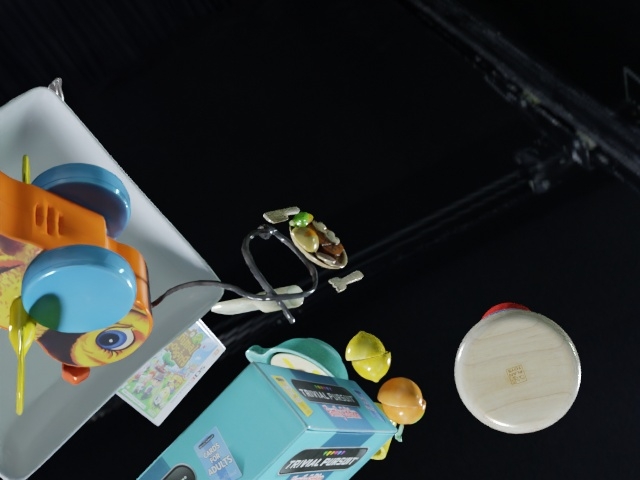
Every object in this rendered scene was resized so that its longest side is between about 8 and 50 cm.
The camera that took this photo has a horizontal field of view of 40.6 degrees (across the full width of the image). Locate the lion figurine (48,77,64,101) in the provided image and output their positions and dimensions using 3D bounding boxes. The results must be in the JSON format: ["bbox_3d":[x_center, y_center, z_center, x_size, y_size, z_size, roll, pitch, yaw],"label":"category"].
[{"bbox_3d":[-0.365,0.020,1.034,0.392,0.142,0.240,-44,-101,22],"label":"lion figurine"}]

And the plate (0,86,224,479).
[{"bbox_3d":[-0.271,0.031,0.797,0.277,0.278,0.045,-44,-174,-34],"label":"plate"}]

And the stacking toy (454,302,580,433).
[{"bbox_3d":[0.246,0.143,1.125,0.141,0.330,0.141,0,-88,9],"label":"stacking toy"}]

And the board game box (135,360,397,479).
[{"bbox_3d":[-0.103,0.267,0.827,0.336,0.254,0.079,-46,-114,6],"label":"board game box"}]

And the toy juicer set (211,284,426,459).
[{"bbox_3d":[-0.005,0.174,1.185,0.329,0.209,0.089,38,-124,-3],"label":"toy juicer set"}]

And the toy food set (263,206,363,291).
[{"bbox_3d":[0.000,0.000,1.524,0.192,0.132,0.038,45,-64,12],"label":"toy food set"}]

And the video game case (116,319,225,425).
[{"bbox_3d":[-0.276,0.220,1.554,0.023,0.212,0.193,32,-107,32],"label":"video game case"}]

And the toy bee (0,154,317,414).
[{"bbox_3d":[-0.175,0.042,0.590,0.162,0.298,0.195,-49,-162,32],"label":"toy bee"}]
